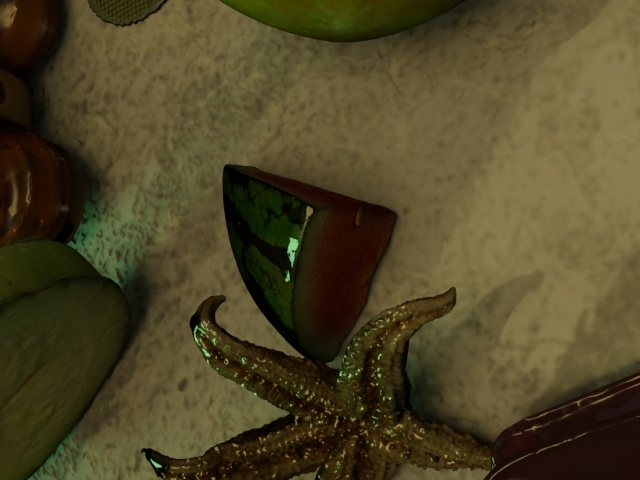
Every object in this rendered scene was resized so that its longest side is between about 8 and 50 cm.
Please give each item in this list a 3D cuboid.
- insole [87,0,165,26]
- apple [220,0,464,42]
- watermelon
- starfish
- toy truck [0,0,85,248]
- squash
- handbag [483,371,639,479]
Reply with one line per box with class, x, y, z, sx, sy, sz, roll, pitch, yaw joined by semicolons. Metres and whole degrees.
insole;-0.072;-0.282;0.666;0.109;0.007;0.322;34;107;21
apple;0.011;-0.214;0.533;0.236;0.207;0.237;-3;78;13
watermelon;0.000;0.000;0.598;0.094;0.135;0.125;-15;80;-9
starfish;0.023;0.104;0.589;0.237;0.057;0.213;5;131;-3
toy truck;-0.288;-0.095;0.673;0.211;0.204;0.288;-11;81;28
squash;-0.206;0.096;0.632;0.041;0.219;0.219;40;109;20
handbag;0.196;0.157;0.490;0.203;0.074;0.216;-25;92;26
